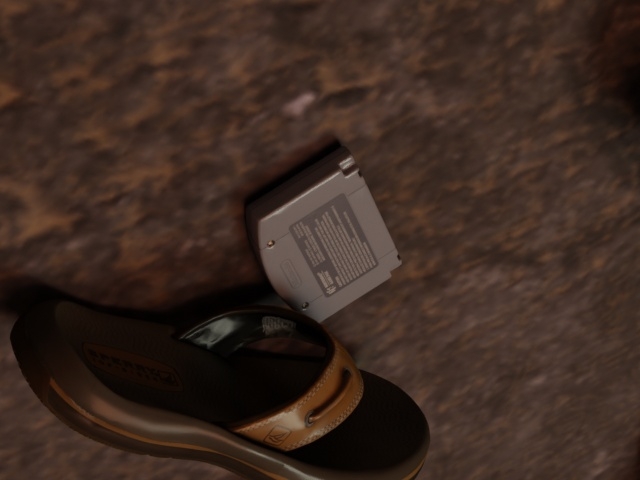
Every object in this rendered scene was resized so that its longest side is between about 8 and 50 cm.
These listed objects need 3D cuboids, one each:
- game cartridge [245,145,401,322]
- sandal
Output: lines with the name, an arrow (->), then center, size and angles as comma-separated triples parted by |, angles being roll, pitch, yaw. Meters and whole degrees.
game cartridge -> 0.000, 0.000, 0.839 | 0.056, 0.017, 0.083 | -35, 142, -6
sandal -> -0.028, 0.055, 0.827 | 0.219, 0.090, 0.060 | 21, 113, -39
